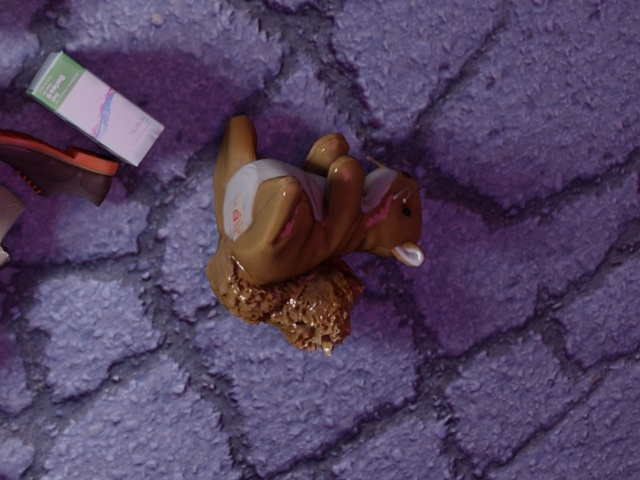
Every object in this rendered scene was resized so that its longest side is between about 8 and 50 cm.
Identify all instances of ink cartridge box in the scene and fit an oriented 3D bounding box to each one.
[{"bbox_3d":[-0.384,-0.223,1.851,0.212,0.154,0.093,34,86,-22],"label":"ink cartridge box"}]

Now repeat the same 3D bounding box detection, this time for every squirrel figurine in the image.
[{"bbox_3d":[0.000,0.000,2.008,0.370,0.281,0.397,5,111,-31],"label":"squirrel figurine"}]

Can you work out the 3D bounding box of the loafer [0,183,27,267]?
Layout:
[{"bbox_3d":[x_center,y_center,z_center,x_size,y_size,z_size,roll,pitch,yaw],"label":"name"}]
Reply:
[{"bbox_3d":[-0.575,0.030,1.848,0.092,0.102,0.269,20,90,-16],"label":"loafer"}]

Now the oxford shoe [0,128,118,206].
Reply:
[{"bbox_3d":[-0.486,-0.125,1.863,0.271,0.097,0.098,15,99,-22],"label":"oxford shoe"}]
